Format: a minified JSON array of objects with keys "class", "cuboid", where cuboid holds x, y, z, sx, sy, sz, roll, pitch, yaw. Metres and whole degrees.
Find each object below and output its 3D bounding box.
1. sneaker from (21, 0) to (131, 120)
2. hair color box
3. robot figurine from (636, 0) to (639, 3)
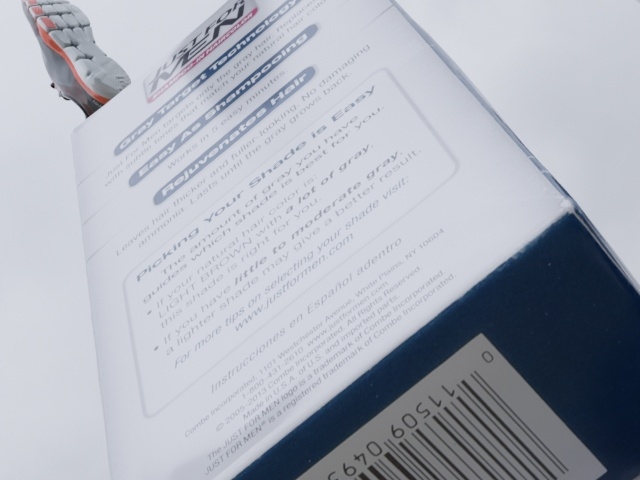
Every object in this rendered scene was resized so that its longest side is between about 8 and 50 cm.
[{"class":"sneaker","cuboid":[-0.234,-0.163,1.232,0.061,0.158,0.065,-6,-39,-46]},{"class":"hair color box","cuboid":[0.000,0.000,0.555,0.174,0.347,0.105,-39,-62,8]},{"class":"robot figurine","cuboid":[0.317,-0.206,0.879,0.209,0.278,0.174,10,-75,-48]}]
